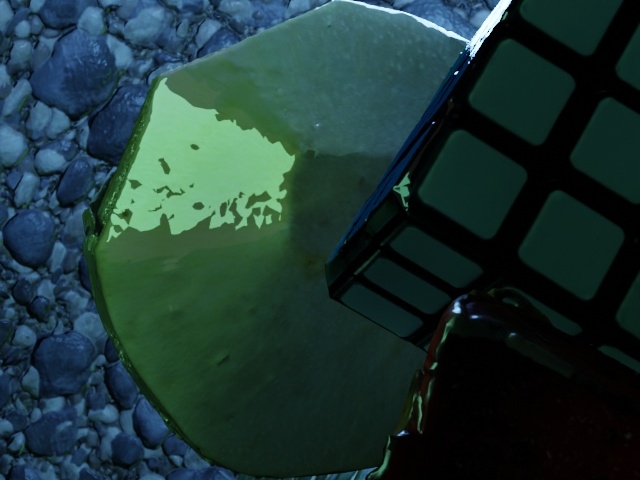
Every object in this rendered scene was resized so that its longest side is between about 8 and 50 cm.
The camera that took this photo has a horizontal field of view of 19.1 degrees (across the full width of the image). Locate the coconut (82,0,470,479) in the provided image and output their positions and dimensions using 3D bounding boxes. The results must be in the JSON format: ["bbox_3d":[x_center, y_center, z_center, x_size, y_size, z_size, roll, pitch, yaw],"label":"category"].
[{"bbox_3d":[0.000,0.000,1.325,0.352,0.352,0.352,-58,3,4],"label":"coconut"}]

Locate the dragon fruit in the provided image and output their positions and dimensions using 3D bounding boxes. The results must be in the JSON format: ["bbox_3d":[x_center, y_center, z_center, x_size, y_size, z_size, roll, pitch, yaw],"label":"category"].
[{"bbox_3d":[0.075,0.108,0.749,0.161,0.120,0.127,-63,-3,-1],"label":"dragon fruit"}]

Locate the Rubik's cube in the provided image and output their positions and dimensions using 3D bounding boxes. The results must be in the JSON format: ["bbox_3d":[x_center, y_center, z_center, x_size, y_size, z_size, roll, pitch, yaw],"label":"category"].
[{"bbox_3d":[0.117,-0.019,0.919,0.162,0.163,0.160,-61,3,-19],"label":"Rubik's cube"}]
